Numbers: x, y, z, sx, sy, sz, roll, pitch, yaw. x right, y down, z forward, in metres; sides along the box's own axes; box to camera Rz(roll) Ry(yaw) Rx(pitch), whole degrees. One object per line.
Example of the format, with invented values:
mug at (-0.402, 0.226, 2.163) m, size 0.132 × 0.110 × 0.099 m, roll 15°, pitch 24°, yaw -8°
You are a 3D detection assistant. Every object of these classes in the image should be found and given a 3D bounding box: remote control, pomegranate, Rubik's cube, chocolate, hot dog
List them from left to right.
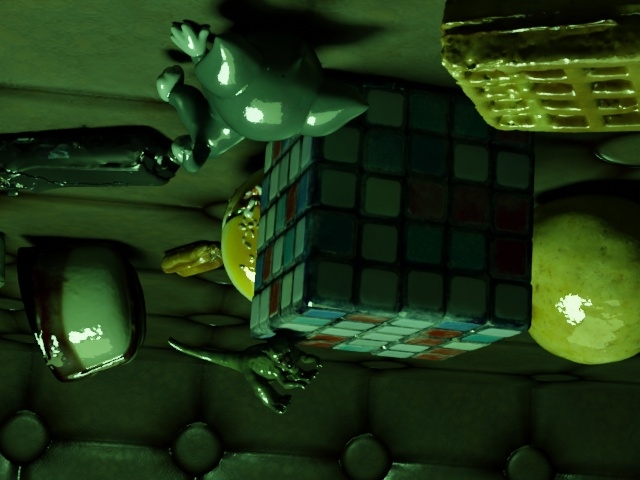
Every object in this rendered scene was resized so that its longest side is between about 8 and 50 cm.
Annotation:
remote control at (-0.400, -0.106, 1.838) m, size 0.398 × 0.062 × 0.144 m, roll -1°, pitch 166°, yaw 20°
chocolate at (-0.427, 0.117, 2.411) m, size 0.186 × 0.284 × 0.283 m, roll -19°, pitch 164°, yaw 1°
hot dog at (-0.235, 0.036, 2.397) m, size 0.071 × 0.045 × 0.165 m, roll 15°, pitch 162°, yaw -33°
Rubik's cube at (0.085, -0.017, 1.629) m, size 0.292 × 0.287 × 0.293 m, roll 8°, pitch 165°, yaw -16°
pomegranate at (0.404, 0.056, 1.914) m, size 0.260 × 0.260 × 0.260 m, roll 3°, pitch 166°, yaw 1°

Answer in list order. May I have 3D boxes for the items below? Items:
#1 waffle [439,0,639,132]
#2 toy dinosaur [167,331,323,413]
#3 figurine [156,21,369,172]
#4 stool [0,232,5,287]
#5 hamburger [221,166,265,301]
waffle at (0.300, -0.185, 1.310) m, size 0.327 × 0.098 × 0.224 m, roll -3°, pitch 163°, yaw 19°
toy dinosaur at (-0.086, 0.133, 1.660) m, size 0.179 × 0.087 × 0.187 m, roll 42°, pitch 146°, yaw 1°
figurine at (-0.103, -0.156, 1.434) m, size 0.193 × 0.140 × 0.265 m, roll 33°, pitch 128°, yaw -29°
stool at (-0.622, 0.037, 2.357) m, size 0.096 × 0.110 × 0.096 m, roll 3°, pitch 164°, yaw 1°
hamburger at (0.000, 0.000, 1.861) m, size 0.295 × 0.227 × 0.151 m, roll 5°, pitch -171°, yaw -20°
